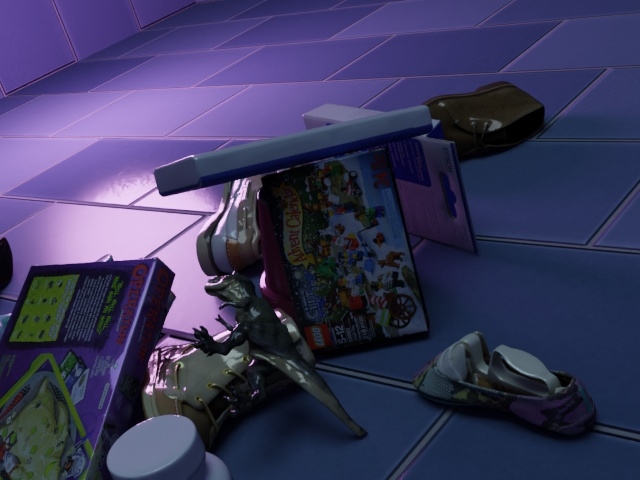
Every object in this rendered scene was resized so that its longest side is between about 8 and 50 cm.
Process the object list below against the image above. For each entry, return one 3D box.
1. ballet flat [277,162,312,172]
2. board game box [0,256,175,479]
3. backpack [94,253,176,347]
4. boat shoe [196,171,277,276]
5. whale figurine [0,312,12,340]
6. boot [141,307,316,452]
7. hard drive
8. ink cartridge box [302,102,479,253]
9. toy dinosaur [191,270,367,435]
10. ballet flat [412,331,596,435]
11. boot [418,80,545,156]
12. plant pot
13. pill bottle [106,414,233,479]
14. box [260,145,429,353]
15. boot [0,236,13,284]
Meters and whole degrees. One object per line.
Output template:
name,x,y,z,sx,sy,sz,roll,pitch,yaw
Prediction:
ballet flat,-0.026,-0.128,1.683,0.203,0.074,0.074,9,36,45
board game box,-0.306,0.182,1.064,0.208,0.056,0.347,-6,56,31
backpack,-0.292,0.105,1.273,0.166,0.144,0.188,-37,8,22
boat shoe,-0.108,-0.049,1.539,0.103,0.113,0.302,-7,37,19
whale figurine,-0.508,0.166,1.303,0.216,0.141,0.272,-8,26,20
boot,-0.100,0.175,1.081,0.203,0.095,0.262,-19,22,-6
hard drive,-0.040,-0.117,1.219,0.319,0.040,0.210,-15,5,-23
ink cartridge box,0.114,-0.104,1.413,0.069,0.175,0.371,-29,27,-24
toy dinosaur,-0.069,0.128,1.024,0.118,0.064,0.268,-19,56,-38
ballet flat,0.185,0.141,0.973,0.221,0.079,0.077,10,37,46
boot,0.256,-0.192,1.602,0.305,0.112,0.115,-25,36,-21
plant pot,0.000,0.000,1.268,0.201,0.180,0.201,-14,26,7
pill bottle,-0.120,0.251,0.822,0.108,0.180,0.108,-15,25,7
box,0.032,0.014,1.153,0.159,0.233,0.044,-13,8,10
boot,-0.628,0.064,1.668,0.106,0.082,0.219,-13,27,3
